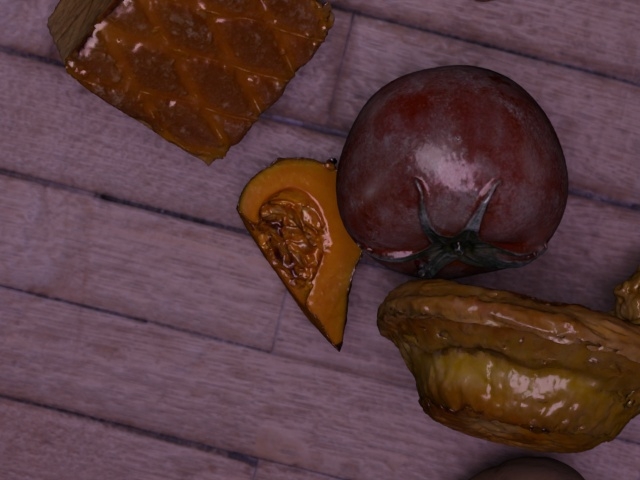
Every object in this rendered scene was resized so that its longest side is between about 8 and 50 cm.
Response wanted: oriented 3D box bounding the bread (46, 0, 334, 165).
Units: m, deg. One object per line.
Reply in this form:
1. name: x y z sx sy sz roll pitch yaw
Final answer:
1. bread: -0.176 -0.293 1.809 0.279 0.207 0.279 31 104 -33

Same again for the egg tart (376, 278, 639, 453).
1. egg tart: 0.276 0.182 1.804 0.443 0.443 0.178 15 78 -2

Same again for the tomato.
1. tomato: 0.176 -0.083 1.826 0.317 0.316 0.282 0 63 1

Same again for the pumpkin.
1. pumpkin: 0.001 0.002 1.961 0.163 0.111 0.278 -35 97 -9

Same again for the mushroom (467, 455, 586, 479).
1. mushroom: 0.311 0.477 1.963 0.292 0.292 0.290 -41 114 7

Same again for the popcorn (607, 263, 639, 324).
1. popcorn: 0.501 0.085 1.932 0.194 0.163 0.140 -28 69 33
